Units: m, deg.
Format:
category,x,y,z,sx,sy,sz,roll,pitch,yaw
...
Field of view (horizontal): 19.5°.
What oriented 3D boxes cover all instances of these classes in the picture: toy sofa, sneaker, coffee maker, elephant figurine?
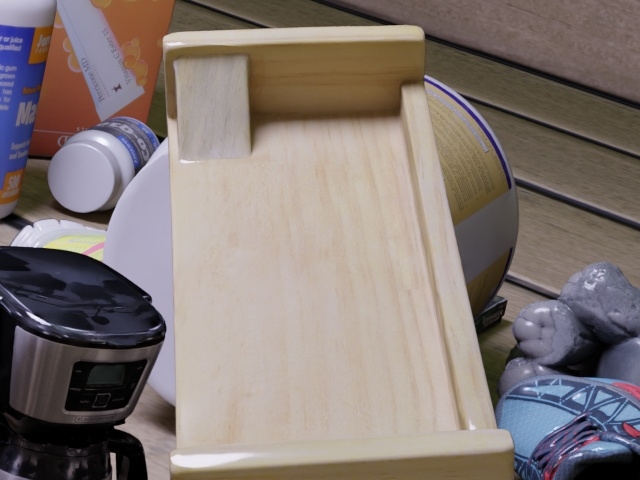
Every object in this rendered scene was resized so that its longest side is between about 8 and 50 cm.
category,x,y,z,sx,sy,sz,roll,pitch,yaw
toy sofa,-0.001,0.053,0.946,0.150,0.177,0.362,-3,37,-3
sneaker,-0.142,0.030,1.467,0.209,0.081,0.094,-9,33,-42
coffee maker,-0.170,0.094,0.970,0.171,0.178,0.120,21,15,24
elephant figurine,0.235,0.100,1.421,0.186,0.169,0.239,50,10,17
sneaker,0.189,0.145,1.199,0.125,0.104,0.262,29,3,-39

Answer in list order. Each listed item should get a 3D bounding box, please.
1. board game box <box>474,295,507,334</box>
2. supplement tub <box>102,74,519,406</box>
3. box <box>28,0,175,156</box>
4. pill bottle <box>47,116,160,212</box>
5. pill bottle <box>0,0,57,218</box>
category,x,y,z,sx,sy,sz,roll,pitch,yaw
board game box,0.079,0.058,1.648,0.126,0.026,0.186,19,15,19
supplement tub,0.000,0.000,1.365,0.241,0.241,0.331,18,15,15
box,-0.278,-0.271,1.914,0.215,0.345,0.168,2,19,-38
pill bottle,-0.205,-0.070,1.761,0.078,0.078,0.137,16,15,8
pill bottle,-0.314,-0.165,1.626,0.152,0.272,0.152,13,15,-4
